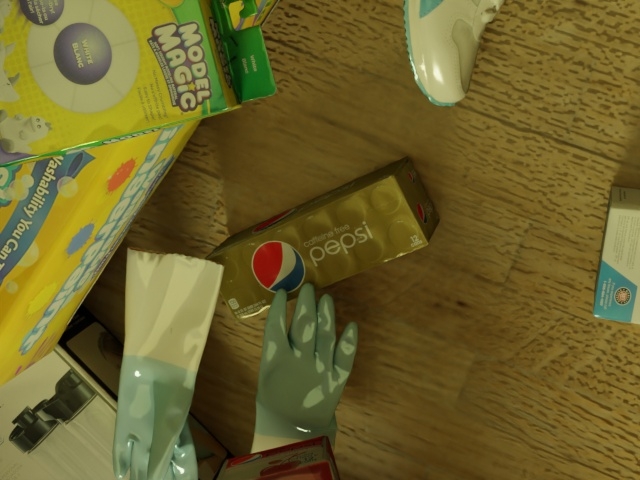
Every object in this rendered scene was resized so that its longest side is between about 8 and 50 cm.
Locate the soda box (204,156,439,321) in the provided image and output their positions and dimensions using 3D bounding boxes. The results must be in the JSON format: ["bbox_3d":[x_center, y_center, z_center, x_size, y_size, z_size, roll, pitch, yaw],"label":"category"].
[{"bbox_3d":[0.000,0.000,0.697,0.181,0.058,0.061,-24,101,23],"label":"soda box"}]

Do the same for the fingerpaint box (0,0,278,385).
[{"bbox_3d":[-0.262,-0.171,0.618,0.371,0.163,0.445,37,104,2],"label":"fingerpaint box"}]

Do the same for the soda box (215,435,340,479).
[{"bbox_3d":[-0.005,0.291,0.657,0.092,0.083,0.264,-13,90,0],"label":"soda box"}]

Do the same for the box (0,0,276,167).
[{"bbox_3d":[-0.122,-0.111,0.504,0.179,0.043,0.105,-13,101,7],"label":"box"}]

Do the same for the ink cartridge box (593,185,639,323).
[{"bbox_3d":[0.264,0.016,0.621,0.122,0.052,0.089,9,112,16],"label":"ink cartridge box"}]

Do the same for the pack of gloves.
[{"bbox_3d":[-0.077,0.136,0.697,0.194,0.046,0.232,10,107,8],"label":"pack of gloves"}]

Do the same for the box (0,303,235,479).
[{"bbox_3d":[-0.202,0.211,0.807,0.169,0.087,0.290,-43,92,14],"label":"box"}]

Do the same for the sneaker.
[{"bbox_3d":[0.109,-0.199,0.576,0.092,0.087,0.229,11,114,12],"label":"sneaker"}]
